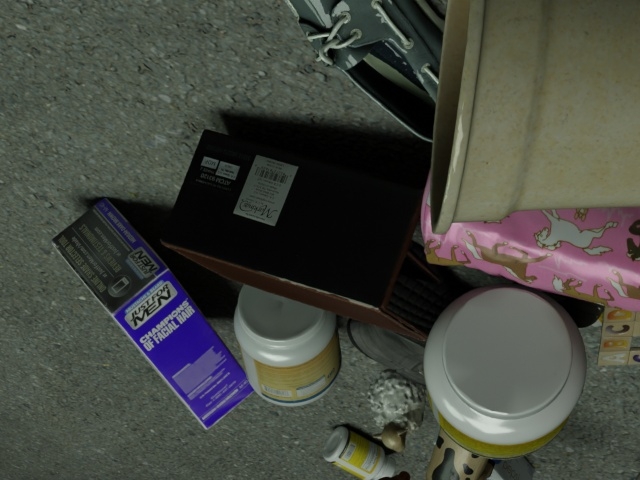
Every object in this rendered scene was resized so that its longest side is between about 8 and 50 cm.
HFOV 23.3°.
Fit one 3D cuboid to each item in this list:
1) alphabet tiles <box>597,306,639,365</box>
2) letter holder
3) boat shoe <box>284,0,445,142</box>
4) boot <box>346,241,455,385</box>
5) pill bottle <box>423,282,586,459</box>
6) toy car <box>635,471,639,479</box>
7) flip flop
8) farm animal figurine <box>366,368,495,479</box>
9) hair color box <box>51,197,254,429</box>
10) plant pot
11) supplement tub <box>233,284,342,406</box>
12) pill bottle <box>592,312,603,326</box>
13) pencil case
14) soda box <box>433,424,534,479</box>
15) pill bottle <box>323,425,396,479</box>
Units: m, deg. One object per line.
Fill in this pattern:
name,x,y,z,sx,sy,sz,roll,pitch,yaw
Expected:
alphabet tiles,0.448,0.096,1.916,0.198,0.009,0.237,-3,149,5
letter holder,0.000,0.000,1.890,0.301,0.152,0.214,16,171,25
boat shoe,0.043,-0.216,1.576,0.319,0.099,0.116,37,147,-30
boot,0.096,0.107,2.109,0.338,0.118,0.222,40,154,-22
pill bottle,0.217,0.155,1.835,0.188,0.188,0.334,15,170,8
toy car,0.562,0.407,2.315,0.182,0.136,0.159,30,149,-20
flip flop,0.301,0.061,1.939,0.112,0.080,0.277,27,169,9
farm animal figurine,0.216,0.366,2.275,0.330,0.172,0.327,7,106,20
hair color box,-0.234,0.110,2.229,0.185,0.110,0.339,44,172,38
plant pot,0.266,-0.156,1.366,0.305,0.334,0.334,6,151,0
supplement tub,-0.046,0.134,2.197,0.144,0.144,0.200,13,151,12
pill bottle,0.373,0.085,1.962,0.043,0.043,0.083,30,150,-20
pencil case,0.297,-0.024,1.686,0.386,0.167,0.160,11,134,16
soda box,0.262,0.343,2.459,0.074,0.069,0.216,-2,144,34
pill bottle,0.068,0.366,2.620,0.116,0.065,0.065,31,150,-20
